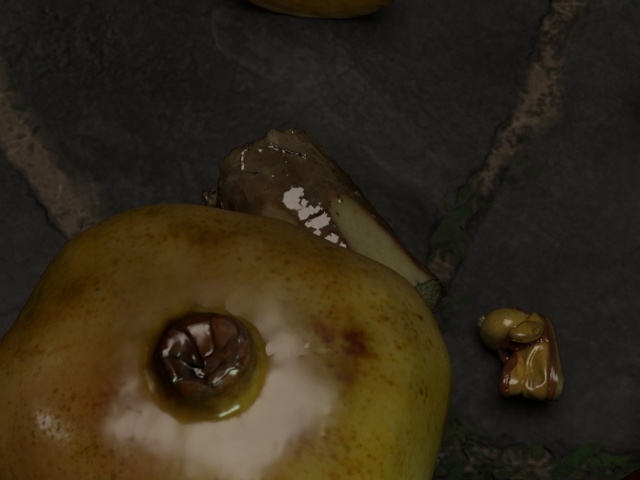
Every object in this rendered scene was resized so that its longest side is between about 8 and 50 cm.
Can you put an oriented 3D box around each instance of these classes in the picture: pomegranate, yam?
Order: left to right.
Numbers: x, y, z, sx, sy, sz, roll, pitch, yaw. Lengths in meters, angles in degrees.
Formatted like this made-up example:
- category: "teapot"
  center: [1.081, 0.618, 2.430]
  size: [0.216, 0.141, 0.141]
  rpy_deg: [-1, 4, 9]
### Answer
- category: "pomegranate"
  center: [-0.091, 0.152, 1.639]
  size: [0.416, 0.416, 0.416]
  rpy_deg: [2, 63, -4]
- category: "yam"
  center: [-0.001, 0.001, 1.875]
  size: [0.128, 0.129, 0.238]
  rpy_deg: [-44, 70, 13]

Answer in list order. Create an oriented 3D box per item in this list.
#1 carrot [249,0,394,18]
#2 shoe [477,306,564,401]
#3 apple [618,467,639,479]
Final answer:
- category: "carrot"
  center: [0.003, -0.376, 2.032]
  size: [0.196, 0.196, 0.254]
  rpy_deg: [5, 62, -3]
- category: "shoe"
  center: [0.191, 0.105, 1.865]
  size: [0.069, 0.072, 0.109]
  rpy_deg: [-4, 63, -13]
- category: "apple"
  center: [0.356, 0.356, 1.613]
  size: [0.384, 0.374, 0.374]
  rpy_deg: [19, 60, 31]
